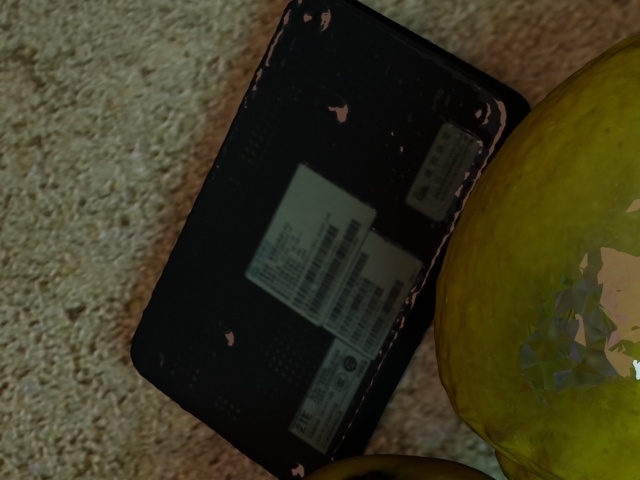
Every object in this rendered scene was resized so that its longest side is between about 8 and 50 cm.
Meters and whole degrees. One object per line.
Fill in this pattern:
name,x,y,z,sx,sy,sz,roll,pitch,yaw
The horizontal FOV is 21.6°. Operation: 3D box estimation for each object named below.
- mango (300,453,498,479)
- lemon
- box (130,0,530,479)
mango,0.053,0.339,1.147,0.300,0.232,0.445,45,144,39
lemon,0.217,0.020,1.062,0.285,0.285,0.316,25,70,26
box,0.000,0.000,1.299,0.211,0.058,0.350,32,107,23
